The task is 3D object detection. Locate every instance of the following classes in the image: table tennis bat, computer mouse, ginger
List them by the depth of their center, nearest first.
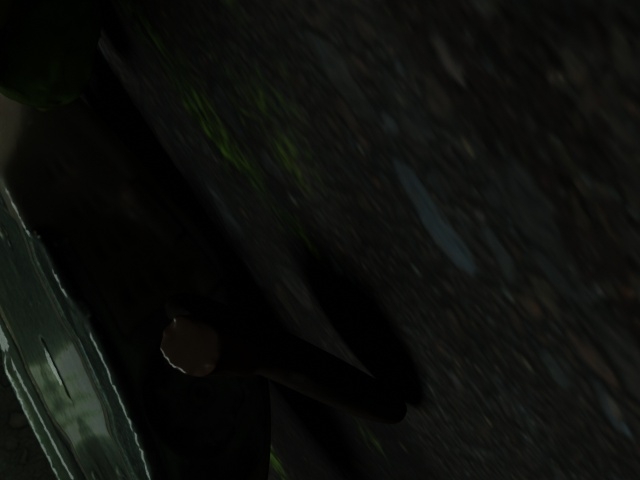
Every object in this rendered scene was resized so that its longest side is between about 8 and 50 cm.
[{"bbox_3d":[0.000,0.000,0.619,0.107,0.119,0.170,26,-178,16],"label":"table tennis bat"},{"bbox_3d":[-0.203,-0.171,0.781,0.290,0.089,0.137,46,-170,20],"label":"ginger"},{"bbox_3d":[-0.121,0.017,0.880,0.199,0.115,0.389,-22,92,62],"label":"computer mouse"}]

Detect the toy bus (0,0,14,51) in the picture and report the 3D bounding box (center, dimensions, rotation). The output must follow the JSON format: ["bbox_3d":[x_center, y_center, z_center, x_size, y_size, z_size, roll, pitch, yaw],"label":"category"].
[{"bbox_3d":[-0.223,-0.125,0.515,0.249,0.209,0.440,53,154,5],"label":"toy bus"}]
